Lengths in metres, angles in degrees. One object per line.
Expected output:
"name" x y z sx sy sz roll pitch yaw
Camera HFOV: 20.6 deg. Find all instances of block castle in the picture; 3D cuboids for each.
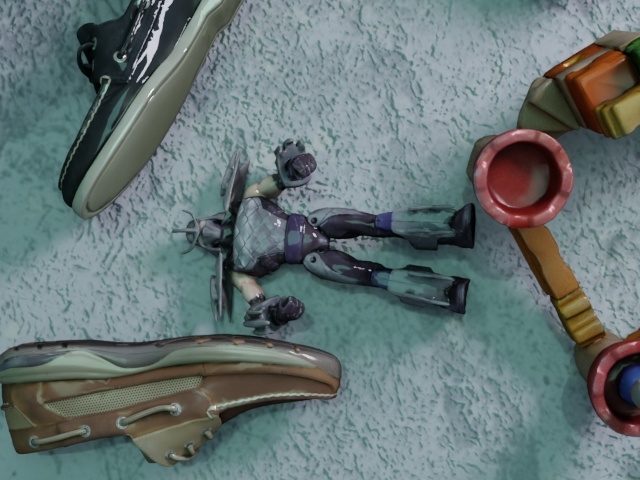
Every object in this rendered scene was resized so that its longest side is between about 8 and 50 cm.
"block castle" 0.376 -0.064 1.534 0.453 0.213 0.303 -30 99 0

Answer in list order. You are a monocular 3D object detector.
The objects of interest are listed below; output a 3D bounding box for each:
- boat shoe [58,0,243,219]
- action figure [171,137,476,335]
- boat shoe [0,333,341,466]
"boat shoe" -0.173 -0.184 1.664 0.113 0.127 0.340 28 83 8
"action figure" 0.000 0.000 1.645 0.285 0.099 0.185 5 92 8
"boat shoe" -0.139 0.148 1.629 0.324 0.123 0.116 -2 89 9
